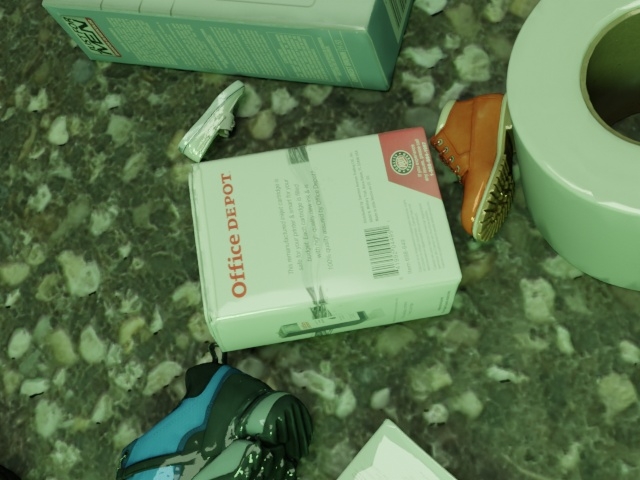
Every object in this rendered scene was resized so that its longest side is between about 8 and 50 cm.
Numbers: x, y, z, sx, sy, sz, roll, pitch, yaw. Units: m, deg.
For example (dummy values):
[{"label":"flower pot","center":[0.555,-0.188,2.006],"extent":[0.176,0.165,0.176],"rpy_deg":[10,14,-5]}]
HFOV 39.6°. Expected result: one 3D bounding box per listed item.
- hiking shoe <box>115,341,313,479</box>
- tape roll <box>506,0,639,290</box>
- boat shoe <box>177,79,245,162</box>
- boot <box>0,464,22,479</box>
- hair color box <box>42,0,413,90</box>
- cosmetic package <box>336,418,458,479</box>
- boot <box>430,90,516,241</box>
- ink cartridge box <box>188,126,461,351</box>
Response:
[{"label":"hiking shoe","center":[-0.136,0.243,0.770],"extent":[0.132,0.113,0.304],"rpy_deg":[27,70,36]},{"label":"tape roll","center":[0.284,-0.097,0.735],"extent":[0.246,0.169,0.246],"rpy_deg":[-7,66,15]},{"label":"boat shoe","center":[-0.108,-0.125,0.947],"extent":[0.035,0.035,0.100],"rpy_deg":[39,78,-1]},{"label":"boot","center":[-0.491,0.297,0.834],"extent":[0.377,0.138,0.284],"rpy_deg":[13,73,16]},{"label":"hair color box","center":[-0.090,-0.286,0.961],"extent":[0.374,0.113,0.185],"rpy_deg":[10,71,20]},{"label":"cosmetic package","center":[0.115,0.258,0.700],"extent":[0.239,0.060,0.099],"rpy_deg":[39,81,27]},{"label":"boot","center":[0.141,-0.070,0.835],"extent":[0.084,0.059,0.158],"rpy_deg":[4,61,22]},{"label":"ink cartridge box","center":[0.000,0.000,0.801],"extent":[0.217,0.092,0.159],"rpy_deg":[-8,65,-3]}]
